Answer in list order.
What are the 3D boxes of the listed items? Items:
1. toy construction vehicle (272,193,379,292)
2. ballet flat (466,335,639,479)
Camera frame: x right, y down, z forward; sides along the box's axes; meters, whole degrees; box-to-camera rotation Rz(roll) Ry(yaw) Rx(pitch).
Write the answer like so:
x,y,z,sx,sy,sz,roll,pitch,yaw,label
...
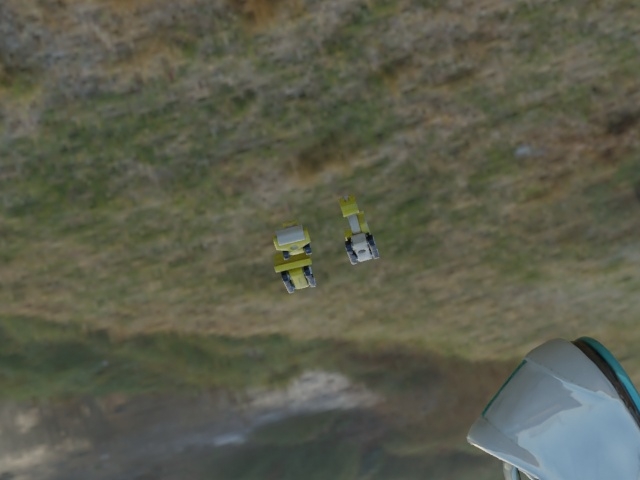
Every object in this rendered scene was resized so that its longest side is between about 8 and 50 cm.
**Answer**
x,y,z,sx,sy,sz,roll,pitch,yaw,label
0.000,0.000,1.064,0.086,0.035,0.098,-15,152,6,toy construction vehicle
0.235,0.257,0.913,0.139,0.400,0.139,-33,-179,1,ballet flat
